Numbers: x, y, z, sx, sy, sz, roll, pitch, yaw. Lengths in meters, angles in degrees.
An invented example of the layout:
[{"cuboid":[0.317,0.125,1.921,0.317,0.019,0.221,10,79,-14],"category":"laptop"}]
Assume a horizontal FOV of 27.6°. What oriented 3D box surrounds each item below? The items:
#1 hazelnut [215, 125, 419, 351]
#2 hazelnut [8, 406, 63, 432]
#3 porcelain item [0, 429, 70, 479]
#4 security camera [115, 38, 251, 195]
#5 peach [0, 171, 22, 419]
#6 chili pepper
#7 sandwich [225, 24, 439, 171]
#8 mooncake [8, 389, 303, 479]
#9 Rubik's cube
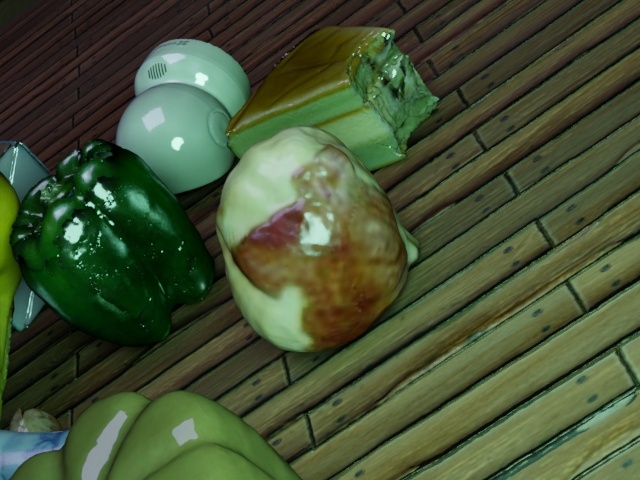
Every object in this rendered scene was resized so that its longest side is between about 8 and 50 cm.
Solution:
[{"cuboid":[0.000,0.000,1.524,0.241,0.261,0.261,-8,29,-9],"category":"hazelnut"},{"cuboid":[-0.376,0.259,1.707,0.086,0.086,0.086,-29,31,19],"category":"hazelnut"},{"cuboid":[-0.371,0.291,1.597,0.259,0.141,0.141,-15,36,19],"category":"porcelain item"},{"cuboid":[-0.220,-0.173,2.020,0.194,0.194,0.236,-19,39,33],"category":"security camera"},{"cuboid":[-0.543,0.082,1.816,0.242,0.306,0.381,5,62,-2],"category":"peach"},{"cuboid":[-0.282,0.007,1.773,0.233,0.256,0.248,-42,27,7],"category":"chili pepper"},{"cuboid":[0.018,-0.165,1.757,0.227,0.155,0.198,-48,30,-14],"category":"sandwich"},{"cuboid":[-0.181,0.327,1.264,0.378,0.201,0.378,-30,31,20],"category":"mooncake"},{"cuboid":[-0.537,-0.012,2.118,0.224,0.231,0.221,5,52,49],"category":"Rubik's cube"}]
